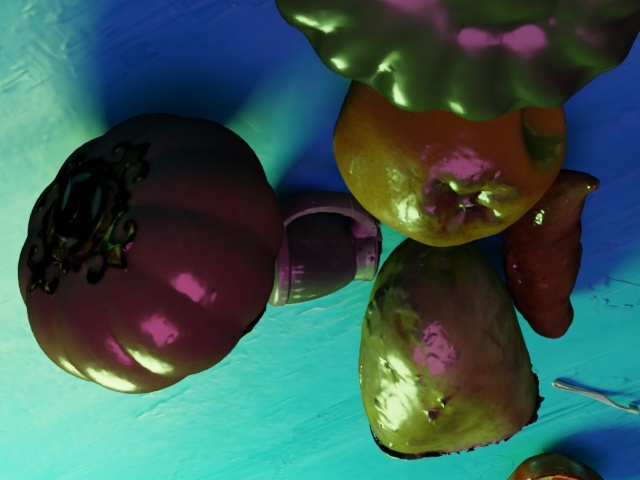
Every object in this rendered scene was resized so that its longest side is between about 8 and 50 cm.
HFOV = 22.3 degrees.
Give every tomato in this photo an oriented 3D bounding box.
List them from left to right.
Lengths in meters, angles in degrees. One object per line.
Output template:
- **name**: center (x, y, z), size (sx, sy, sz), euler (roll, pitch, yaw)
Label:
- **tomato**: center (0.314, 0.338, 2.224), size (0.155, 0.069, 0.156), euler (-1, 137, -1)

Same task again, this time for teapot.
- **teapot**: center (-0.002, -0.002, 1.820), size (0.146, 0.116, 0.148), euler (-5, 115, -13)

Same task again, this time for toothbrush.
- **toothbrush**: center (0.357, 0.202, 2.108), size (0.131, 0.013, 0.011), euler (18, 127, -17)

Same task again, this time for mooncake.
- **mooncake**: center (0.125, -0.272, 1.385), size (0.356, 0.194, 0.356), euler (9, 136, 9)

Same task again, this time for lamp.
- **lamp**: center (-0.166, 0.019, 1.696), size (0.305, 0.305, 0.239), euler (-26, 140, 28)

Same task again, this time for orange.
- **orange**: center (0.125, -0.095, 1.636), size (0.249, 0.183, 0.249), euler (0, 138, 0)

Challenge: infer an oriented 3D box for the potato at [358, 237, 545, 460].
- **potato**: center (0.131, 0.105, 1.851), size (0.229, 0.229, 0.266), euler (-8, 136, 11)

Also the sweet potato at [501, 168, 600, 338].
- **sweet potato**: center (0.247, 0.004, 1.820), size (0.106, 0.095, 0.355), euler (31, 155, 19)
